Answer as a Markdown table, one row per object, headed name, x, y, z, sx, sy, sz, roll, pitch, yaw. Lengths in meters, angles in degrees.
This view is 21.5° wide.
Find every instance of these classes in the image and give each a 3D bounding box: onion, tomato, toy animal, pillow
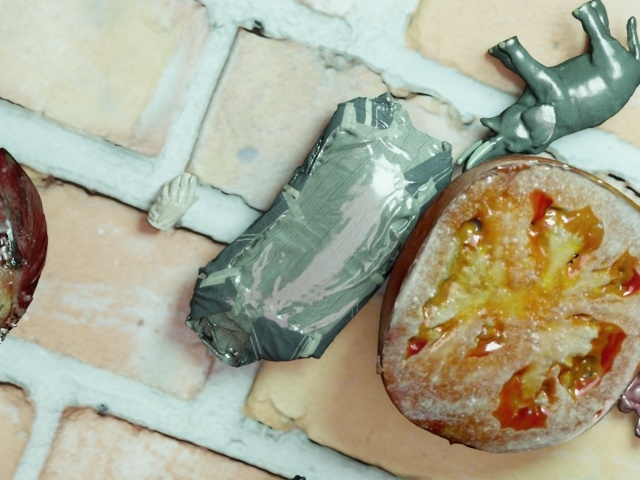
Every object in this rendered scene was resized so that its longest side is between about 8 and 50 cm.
| name | x | y | z | sx | sy | sz | roll | pitch | yaw |
| --- | --- | --- | --- | --- | --- | --- | --- | --- | --- |
| onion | -0.411 | 0.010 | 1.688 | 0.281 | 0.281 | 0.221 | -15 | 136 | -4 |
| tomato | 0.199 | 0.056 | 1.777 | 0.338 | 0.143 | 0.338 | -6 | 115 | -14 |
| toy animal | 0.231 | -0.159 | 1.805 | 0.269 | 0.082 | 0.137 | -33 | 96 | -3 |
| pillow | 0.000 | 0.000 | 1.790 | 0.161 | 0.092 | 0.335 | 39 | 91 | 1 |

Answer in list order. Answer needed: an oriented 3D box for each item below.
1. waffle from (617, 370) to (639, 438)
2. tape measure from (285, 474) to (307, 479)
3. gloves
| name | x | y | z | sx | sy | sz | roll | pitch | yaw |
| --- | --- | --- | --- | --- | --- | --- | --- | --- | --- |
| waffle | 0.431 | 0.113 | 1.859 | 0.234 | 0.055 | 0.221 | -6 | 96 | -6 |
| tape measure | -0.052 | 0.447 | 1.823 | 0.215 | 0.098 | 0.351 | -23 | 102 | -5 |
| gloves | -0.158 | -0.036 | 1.803 | 0.044 | 0.037 | 0.081 | 28 | 85 | -43 |
